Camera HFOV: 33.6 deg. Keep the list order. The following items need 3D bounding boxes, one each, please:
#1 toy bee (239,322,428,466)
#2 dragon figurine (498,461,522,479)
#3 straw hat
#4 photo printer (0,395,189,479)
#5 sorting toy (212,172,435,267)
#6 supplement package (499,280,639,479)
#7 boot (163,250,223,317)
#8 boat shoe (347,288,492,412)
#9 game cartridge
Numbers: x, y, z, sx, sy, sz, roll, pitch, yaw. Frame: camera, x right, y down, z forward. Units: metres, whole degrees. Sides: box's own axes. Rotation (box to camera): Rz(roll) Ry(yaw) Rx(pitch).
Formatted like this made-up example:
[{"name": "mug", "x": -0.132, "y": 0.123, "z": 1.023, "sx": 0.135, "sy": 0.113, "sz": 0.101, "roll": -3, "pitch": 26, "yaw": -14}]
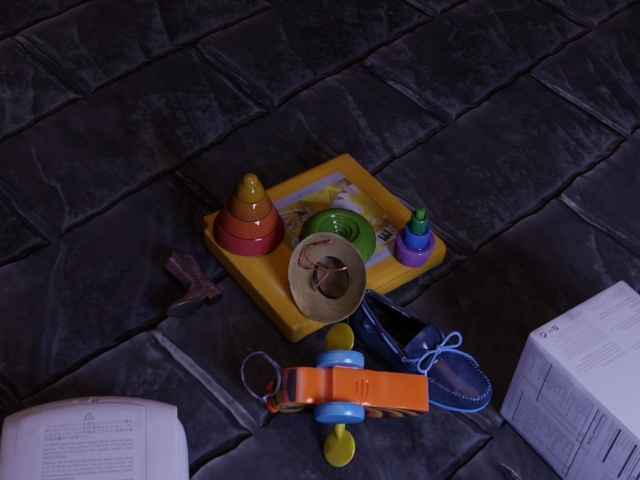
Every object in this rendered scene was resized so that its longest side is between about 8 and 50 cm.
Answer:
[{"name": "toy bee", "x": -0.002, "y": 0.205, "z": 1.522, "sx": 0.298, "sy": 0.162, "sz": 0.195, "roll": 32, "pitch": 60, "yaw": -19}, {"name": "dragon figurine", "x": 0.296, "y": 0.389, "z": 1.374, "sx": 0.085, "sy": 0.144, "sz": 0.289, "roll": 5, "pitch": 46, "yaw": -3}, {"name": "straw hat", "x": 0.023, "y": 0.058, "z": 1.650, "sx": 0.144, "sy": 0.144, "sz": 0.061, "roll": 38, "pitch": 13, "yaw": 26}, {"name": "photo printer", "x": -0.297, "y": 0.338, "z": 1.371, "sx": 0.256, "sy": 0.107, "sz": 0.308, "roll": -3, "pitch": 46, "yaw": -8}, {"name": "sorting toy", "x": 0.007, "y": -0.042, "z": 1.701, "sx": 0.365, "sy": 0.126, "sz": 0.127, "roll": 8, "pitch": 47, "yaw": 3}, {"name": "supplement package", "x": 0.430, "y": 0.239, "z": 1.499, "sx": 0.199, "sy": 0.198, "sz": 0.263, "roll": -24, "pitch": 54, "yaw": -28}, {"name": "boot", "x": -0.227, "y": 0.067, "z": 1.690, "sx": 0.106, "sy": 0.037, "sz": 0.114, "roll": -17, "pitch": 53, "yaw": -39}, {"name": "boat shoe", "x": 0.144, "y": 0.168, "z": 1.606, "sx": 0.258, "sy": 0.089, "sz": 0.109, "roll": 28, "pitch": 49, "yaw": 19}, {"name": "game cartridge", "x": 0.000, "y": 0.000, "z": 1.775, "sx": 0.323, "sy": 0.053, "sz": 0.285, "roll": -26, "pitch": 55, "yaw": -29}]
